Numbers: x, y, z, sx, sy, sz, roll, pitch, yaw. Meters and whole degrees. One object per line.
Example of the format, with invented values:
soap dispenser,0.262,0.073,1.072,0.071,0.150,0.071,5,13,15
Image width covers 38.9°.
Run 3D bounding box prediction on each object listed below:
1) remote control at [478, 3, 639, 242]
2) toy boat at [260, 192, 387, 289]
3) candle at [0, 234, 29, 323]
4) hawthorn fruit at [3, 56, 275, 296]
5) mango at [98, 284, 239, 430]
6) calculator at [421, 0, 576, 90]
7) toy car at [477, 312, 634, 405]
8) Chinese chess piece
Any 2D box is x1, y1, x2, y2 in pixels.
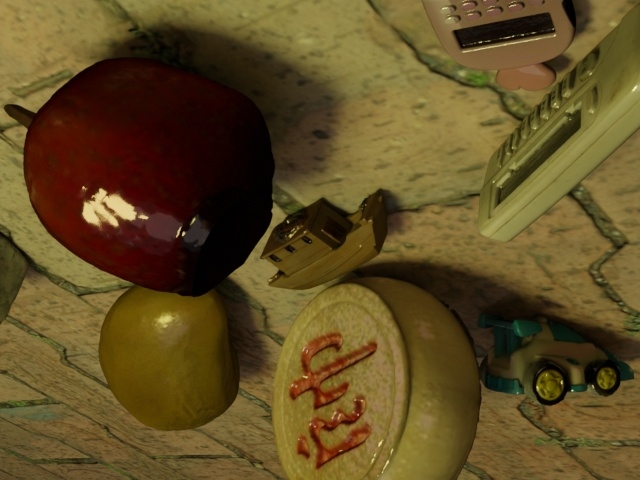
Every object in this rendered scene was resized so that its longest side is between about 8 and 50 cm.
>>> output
remote control,0.194,-0.081,0.693,0.049,0.090,0.230,19,149,-12
toy boat,0.000,0.000,0.957,0.077,0.057,0.200,37,145,-20
candle,-0.464,0.048,1.186,0.068,0.192,0.168,0,-170,24
hawthorn fruit,-0.160,-0.060,0.794,0.250,0.215,0.215,18,150,-5
mango,-0.211,0.156,1.246,0.195,0.142,0.331,8,141,7
calculator,0.127,-0.169,0.648,0.103,0.024,0.166,-4,142,30
toy car,0.264,0.125,1.020,0.162,0.098,0.126,-6,-177,-15
Chinese chess piece,0.055,0.174,1.005,0.112,0.270,0.270,14,155,-33
